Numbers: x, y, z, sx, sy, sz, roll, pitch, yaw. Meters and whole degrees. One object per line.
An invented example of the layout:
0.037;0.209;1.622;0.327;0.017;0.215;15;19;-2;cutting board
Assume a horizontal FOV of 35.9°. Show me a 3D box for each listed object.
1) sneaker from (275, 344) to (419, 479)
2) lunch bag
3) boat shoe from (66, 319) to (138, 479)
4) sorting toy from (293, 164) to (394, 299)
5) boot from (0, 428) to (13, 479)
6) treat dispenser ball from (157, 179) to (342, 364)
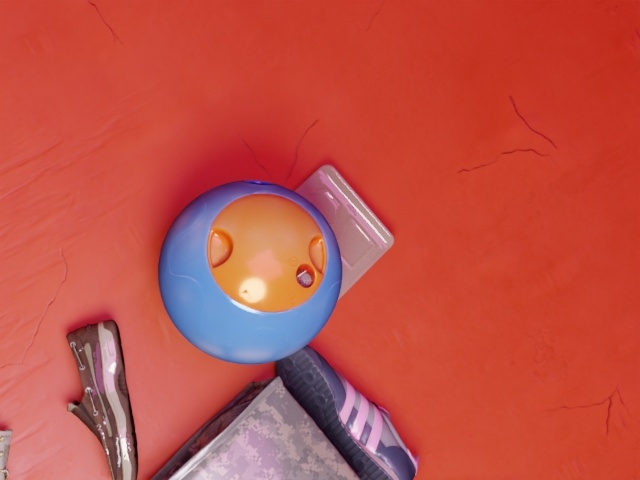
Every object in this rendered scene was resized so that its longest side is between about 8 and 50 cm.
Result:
0.048;0.297;1.682;0.319;0.112;0.131;56;38;2;sneaker
-0.116;0.396;1.549;0.287;0.169;0.235;-41;96;-27;lunch bag
-0.344;0.257;1.537;0.095;0.095;0.257;-9;77;-8;boat shoe
0.000;0.000;1.741;0.208;0.038;0.193;-43;97;-18;sorting toy
-0.470;0.364;1.469;0.213;0.077;0.165;12;74;-16;boot
-0.109;0.049;1.548;0.288;0.288;0.288;4;79;-20;treat dispenser ball
